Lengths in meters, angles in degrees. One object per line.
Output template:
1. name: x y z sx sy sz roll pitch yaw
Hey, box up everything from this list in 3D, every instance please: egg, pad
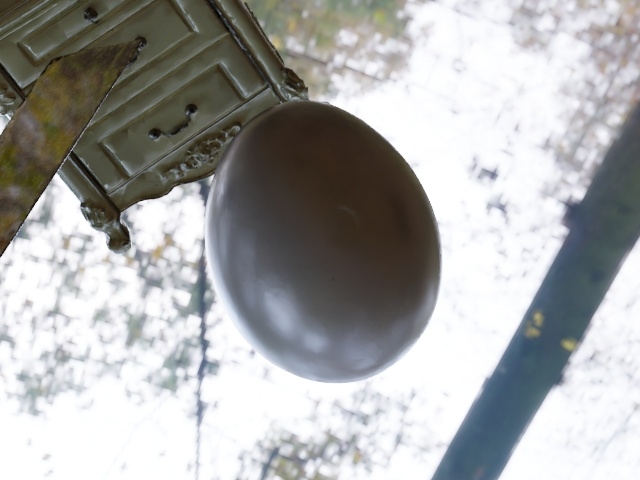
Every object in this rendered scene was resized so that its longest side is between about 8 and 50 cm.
1. egg: 0.000 0.000 1.181 0.176 0.232 0.176 -15 -144 11
2. pad: -0.253 -0.076 1.358 0.003 0.158 0.235 43 -116 -30

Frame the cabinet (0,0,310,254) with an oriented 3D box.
1. cabinet: -0.209 -0.209 1.704 0.290 0.318 0.227 -33 -143 3
